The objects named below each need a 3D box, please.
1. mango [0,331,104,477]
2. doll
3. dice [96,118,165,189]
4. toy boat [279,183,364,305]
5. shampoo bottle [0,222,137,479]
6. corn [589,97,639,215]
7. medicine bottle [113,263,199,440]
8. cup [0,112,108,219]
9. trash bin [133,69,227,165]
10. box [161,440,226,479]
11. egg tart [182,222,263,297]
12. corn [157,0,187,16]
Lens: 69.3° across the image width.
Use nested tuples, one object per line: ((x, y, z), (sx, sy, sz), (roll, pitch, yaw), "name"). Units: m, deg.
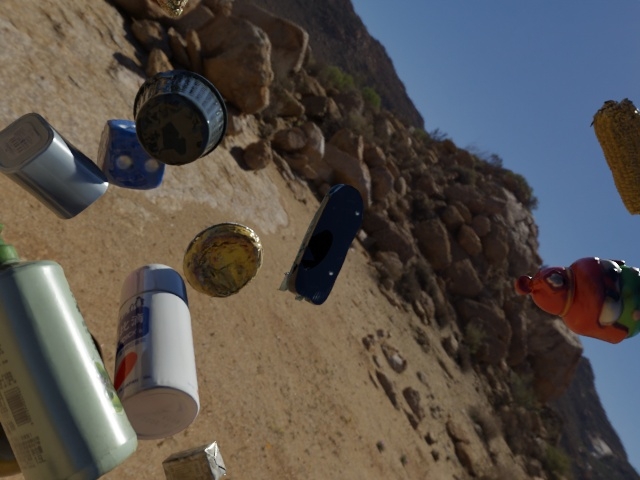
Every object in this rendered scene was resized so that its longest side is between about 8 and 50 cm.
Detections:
((-0.445, 0.251, 0.737), (0.175, 0.139, 0.255), (47, 34, -29), "mango")
((0.610, 0.127, 1.001), (0.160, 0.362, 0.183), (79, 24, -65), "doll")
((-0.453, -0.206, 1.122), (0.146, 0.143, 0.146), (7, 22, -32), "dice")
((0.000, 0.000, 1.115), (0.092, 0.299, 0.134), (7, -24, 48), "toy boat")
((-0.249, 0.094, 0.405), (0.087, 0.118, 0.234), (-23, 88, -41), "shampoo bottle")
((0.808, -0.218, 1.207), (0.115, 0.115, 0.318), (-34, 103, -83), "corn")
((-0.296, 0.171, 0.831), (0.130, 0.130, 0.341), (51, 8, -38), "medicine bottle")
((-0.403, -0.116, 0.685), (0.128, 0.095, 0.129), (44, -12, 25), "cup")
((-0.257, -0.210, 0.827), (0.175, 0.175, 0.161), (53, 7, -24), "trash bin")
((-0.220, 0.395, 0.805), (0.045, 0.098, 0.062), (-3, 74, -73), "box")
((-0.276, 0.050, 1.307), (0.234, 0.234, 0.094), (50, -4, -40), "egg tart")
((-0.311, -0.637, 1.042), (0.086, 0.253, 0.086), (23, 18, -8), "corn")
